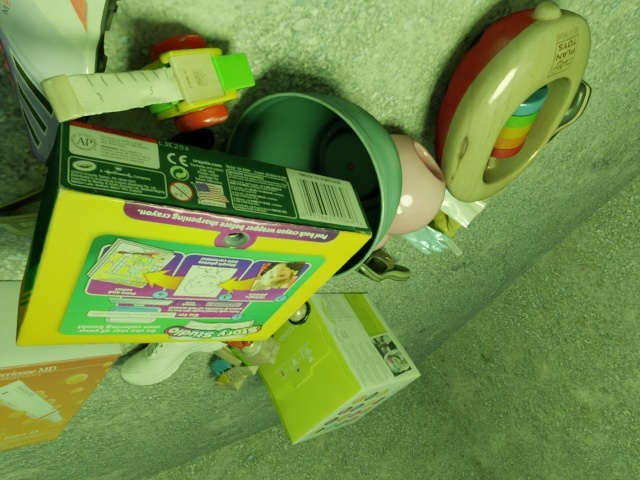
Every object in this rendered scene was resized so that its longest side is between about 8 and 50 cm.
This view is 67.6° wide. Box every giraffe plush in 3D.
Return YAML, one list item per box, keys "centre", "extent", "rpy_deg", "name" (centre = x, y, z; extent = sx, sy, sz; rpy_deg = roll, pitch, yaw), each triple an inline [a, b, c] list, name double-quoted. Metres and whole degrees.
- centre: [0.342, -0.086, 1.266]
  extent: [0.182, 0.210, 0.170]
  rpy_deg: [-19, -166, 44]
  name: "giraffe plush"

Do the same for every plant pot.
- centre: [0.017, -0.106, 0.798]
  extent: [0.196, 0.293, 0.293]
  rpy_deg: [-32, 162, -49]
  name: "plant pot"

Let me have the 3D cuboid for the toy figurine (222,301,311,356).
- centre: [-0.147, 0.126, 1.058]
  extent: [0.213, 0.209, 0.148]
  rpy_deg: [-38, 141, 12]
  name: "toy figurine"

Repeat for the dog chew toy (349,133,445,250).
- centre: [0.091, -0.069, 1.003]
  extent: [0.332, 0.206, 0.207]
  rpy_deg: [-37, 153, 28]
  name: "dog chew toy"

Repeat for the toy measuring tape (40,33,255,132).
- centre: [-0.192, -0.172, 0.553]
  extent: [0.121, 0.121, 0.330]
  rpy_deg: [-51, 176, 33]
  name: "toy measuring tape"

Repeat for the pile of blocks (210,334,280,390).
- centre: [-0.246, 0.343, 1.467]
  extent: [0.362, 0.149, 0.112]
  rpy_deg: [-46, -166, 44]
  name: "pile of blocks"

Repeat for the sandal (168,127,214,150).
- centre: [-0.239, -0.114, 0.750]
  extent: [0.179, 0.040, 0.067]
  rpy_deg: [-32, 153, 1]
  name: "sandal"

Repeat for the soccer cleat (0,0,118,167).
- centre: [-0.287, -0.210, 0.501]
  extent: [0.117, 0.108, 0.318]
  rpy_deg: [16, 135, -25]
  name: "soccer cleat"

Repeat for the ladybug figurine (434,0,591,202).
- centre: [0.355, -0.264, 0.953]
  extent: [0.305, 0.161, 0.449]
  rpy_deg: [-26, 150, -20]
  name: "ladybug figurine"

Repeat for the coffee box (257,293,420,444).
- centre: [0.039, 0.401, 1.565]
  extent: [0.335, 0.338, 0.337]
  rpy_deg: [7, 134, -49]
  name: "coffee box"

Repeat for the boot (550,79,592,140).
- centre: [0.568, -0.313, 1.203]
  extent: [0.137, 0.076, 0.197]
  rpy_deg: [-7, 144, -29]
  name: "boot"

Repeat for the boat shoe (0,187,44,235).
- centre: [-0.386, -0.056, 0.686]
  extent: [0.153, 0.056, 0.048]
  rpy_deg: [-22, 157, -2]
  name: "boat shoe"

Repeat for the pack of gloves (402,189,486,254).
- centre: [0.242, -0.066, 1.149]
  extent: [0.195, 0.232, 0.046]
  rpy_deg: [-57, -174, 31]
  name: "pack of gloves"

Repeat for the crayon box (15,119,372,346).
- centre: [-0.171, 0.026, 0.633]
  extent: [0.363, 0.106, 0.313]
  rpy_deg: [7, 141, -35]
  name: "crayon box"

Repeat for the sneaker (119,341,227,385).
- centre: [-0.367, 0.249, 1.189]
  extent: [0.297, 0.111, 0.129]
  rpy_deg: [-30, 137, -10]
  name: "sneaker"

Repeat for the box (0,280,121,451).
- centre: [-0.557, 0.241, 0.883]
  extent: [0.215, 0.168, 0.345]
  rpy_deg: [5, 136, -49]
  name: "box"

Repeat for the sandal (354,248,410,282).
- centre: [0.170, 0.063, 1.411]
  extent: [0.303, 0.120, 0.086]
  rpy_deg: [7, 107, -53]
  name: "sandal"
